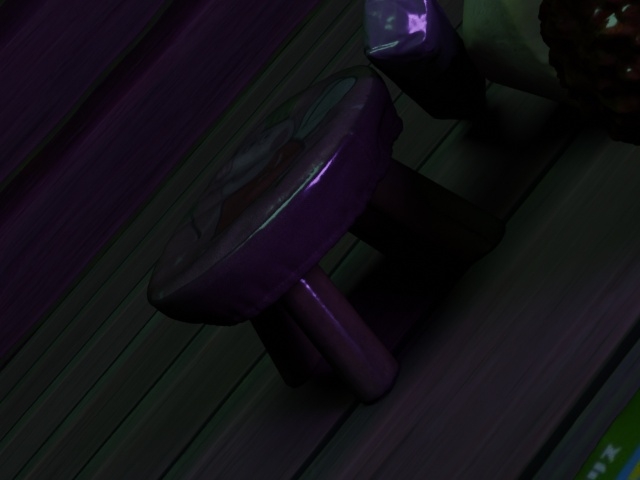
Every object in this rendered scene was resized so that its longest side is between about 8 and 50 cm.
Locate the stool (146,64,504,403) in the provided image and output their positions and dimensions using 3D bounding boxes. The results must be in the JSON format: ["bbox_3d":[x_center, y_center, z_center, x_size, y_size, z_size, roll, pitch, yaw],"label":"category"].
[{"bbox_3d":[0.000,0.000,0.876,0.272,0.178,0.272,-42,18,17],"label":"stool"}]

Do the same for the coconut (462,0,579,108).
[{"bbox_3d":[0.210,-0.221,0.836,0.237,0.197,0.237,-38,24,20],"label":"coconut"}]

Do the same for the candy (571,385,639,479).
[{"bbox_3d":[0.178,0.120,0.394,0.097,0.062,0.194,-52,18,-9],"label":"candy"}]

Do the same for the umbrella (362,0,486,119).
[{"bbox_3d":[0.105,-0.161,0.935,0.337,0.067,0.073,12,-93,-73],"label":"umbrella"}]

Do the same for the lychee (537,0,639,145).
[{"bbox_3d":[0.259,-0.172,0.572,0.271,0.271,0.271,-42,18,17],"label":"lychee"}]
